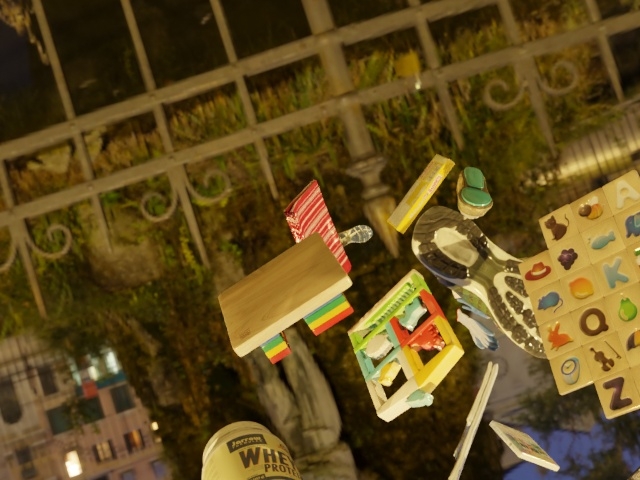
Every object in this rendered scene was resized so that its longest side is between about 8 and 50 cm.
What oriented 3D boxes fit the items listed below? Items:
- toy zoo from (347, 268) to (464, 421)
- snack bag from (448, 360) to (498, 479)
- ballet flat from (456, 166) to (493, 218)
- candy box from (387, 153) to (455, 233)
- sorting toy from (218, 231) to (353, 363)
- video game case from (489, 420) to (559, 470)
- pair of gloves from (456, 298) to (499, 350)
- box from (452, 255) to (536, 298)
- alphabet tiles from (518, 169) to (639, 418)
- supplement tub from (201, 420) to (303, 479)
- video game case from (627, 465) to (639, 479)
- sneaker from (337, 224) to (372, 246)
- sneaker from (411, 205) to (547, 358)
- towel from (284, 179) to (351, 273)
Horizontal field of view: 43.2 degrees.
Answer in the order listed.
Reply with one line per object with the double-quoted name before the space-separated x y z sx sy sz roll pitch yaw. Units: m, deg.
"toy zoo" 0.155 0.200 1.489 0.192 0.030 0.293 -46 -150 15
"snack bag" 0.379 0.520 2.103 0.037 0.343 0.323 20 153 14
"ballet flat" 0.514 -0.138 2.739 0.123 0.123 0.348 -19 -158 16
"candy box" 0.238 -0.113 1.932 0.206 0.027 0.105 -54 -168 6
"sorting toy" -0.064 0.125 1.646 0.257 0.089 0.255 -33 -156 0
"video game case" 0.540 0.544 2.141 0.157 0.019 0.143 27 -169 -31
"pair of gloves" 0.426 0.215 2.195 0.023 0.159 0.198 -29 138 -25
"box" 0.455 0.086 1.962 0.063 0.067 0.324 -26 -171 -40
"alphabet tiles" 0.444 0.073 1.189 0.285 0.343 0.011 -32 142 32
"supplement tub" -0.159 0.610 1.968 0.235 0.235 0.325 -17 -156 -14
"video game case" 0.689 0.401 1.358 0.275 0.035 0.248 -50 -150 13
"sneaker" 0.088 -0.015 2.408 0.135 0.052 0.058 -14 -173 -14
"sneaker" 0.352 0.090 1.719 0.158 0.410 0.182 -48 -178 -11
"towel" 0.000 0.000 2.120 0.031 0.275 0.199 -11 -158 28
